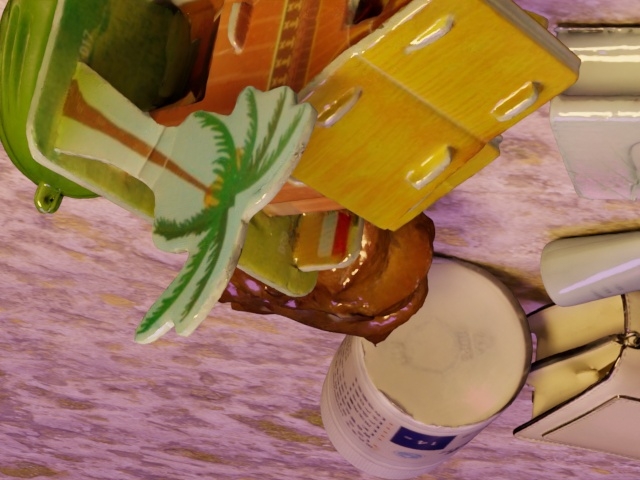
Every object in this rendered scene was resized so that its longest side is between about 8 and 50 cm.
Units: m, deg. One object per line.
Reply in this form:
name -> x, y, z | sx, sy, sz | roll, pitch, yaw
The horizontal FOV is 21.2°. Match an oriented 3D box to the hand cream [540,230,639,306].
hand cream -> 0.359, 0.006, 1.643 | 0.321, 0.067, 0.109 | -13, 152, 32

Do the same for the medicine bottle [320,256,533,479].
medicine bottle -> 0.110, 0.155, 1.945 | 0.190, 0.190, 0.332 | 10, 162, -5

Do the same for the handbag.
handbag -> 0.415, 0.152, 1.860 | 0.358, 0.160, 0.237 | 14, 159, -20

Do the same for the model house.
model house -> 0.012, -0.052, 1.143 | 0.324, 0.340, 0.300 | -7, 154, 41

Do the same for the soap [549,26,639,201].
soap -> 0.310, -0.092, 1.281 | 0.261, 0.094, 0.150 | 2, 161, 20

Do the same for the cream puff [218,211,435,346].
cream puff -> 0.000, 0.000, 1.614 | 0.241, 0.155, 0.269 | 17, 167, -11

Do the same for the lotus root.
lotus root -> -0.184, -0.096, 1.325 | 0.186, 0.186, 0.186 | 8, 162, 3
